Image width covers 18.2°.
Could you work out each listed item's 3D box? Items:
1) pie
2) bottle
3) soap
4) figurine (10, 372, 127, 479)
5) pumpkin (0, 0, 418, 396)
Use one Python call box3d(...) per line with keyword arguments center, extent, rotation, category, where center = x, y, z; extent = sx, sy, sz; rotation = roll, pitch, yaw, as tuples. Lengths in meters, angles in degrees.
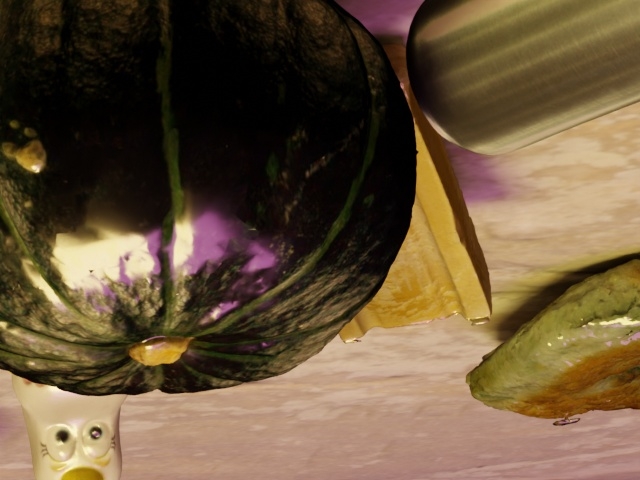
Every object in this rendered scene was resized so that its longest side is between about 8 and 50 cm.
box3d(center=(0.247, 0.072, 1.396), extent=(0.302, 0.067, 0.302), rotation=(-5, 162, -2), category="pie")
box3d(center=(0.141, -0.109, 0.792), extent=(0.253, 0.079, 0.096), rotation=(-20, 119, 42), category="bottle")
box3d(center=(0.024, -0.019, 1.028), extent=(0.092, 0.037, 0.252), rotation=(-10, 150, 10), category="soap")
box3d(center=(-0.144, 0.082, 1.155), extent=(0.109, 0.178, 0.130), rotation=(-4, 136, -20), category="figurine")
box3d(center=(-0.067, -0.024, 0.831), extent=(0.220, 0.162, 0.220), rotation=(-2, 154, -1), category="pumpkin")
